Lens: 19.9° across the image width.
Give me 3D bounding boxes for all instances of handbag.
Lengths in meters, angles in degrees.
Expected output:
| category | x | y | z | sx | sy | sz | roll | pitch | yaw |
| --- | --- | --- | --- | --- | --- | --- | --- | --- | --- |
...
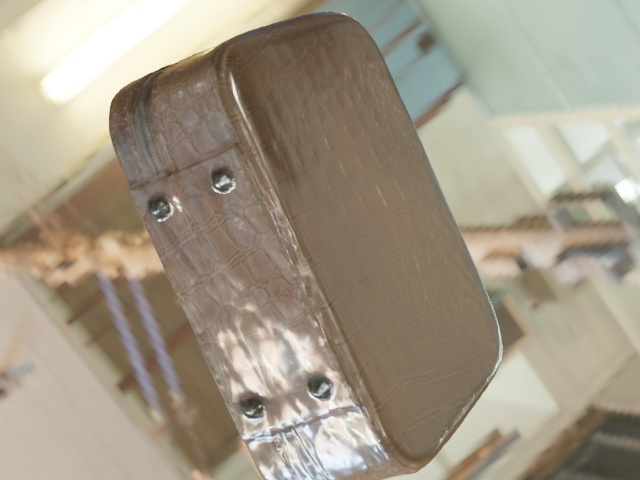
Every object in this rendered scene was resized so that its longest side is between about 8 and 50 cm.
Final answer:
| category | x | y | z | sx | sy | sz | roll | pitch | yaw |
| --- | --- | --- | --- | --- | --- | --- | --- | --- | --- |
| handbag | 0.000 | 0.000 | 0.782 | 0.072 | 0.193 | 0.151 | -22 | -171 | 33 |
